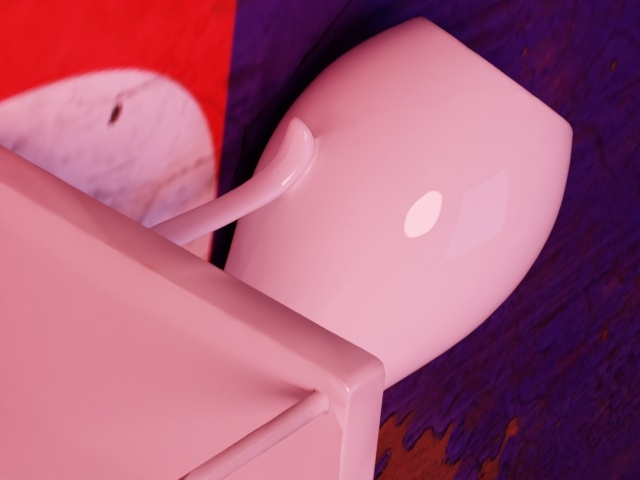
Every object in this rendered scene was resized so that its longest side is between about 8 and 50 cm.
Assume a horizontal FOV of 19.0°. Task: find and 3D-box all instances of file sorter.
[{"bbox_3d":[-0.115,0.145,0.647,0.173,0.193,0.277,-29,135,-42],"label":"file sorter"}]

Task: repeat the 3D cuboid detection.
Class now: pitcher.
[{"bbox_3d":[0.000,0.000,0.817,0.207,0.125,0.178,-53,137,5],"label":"pitcher"}]
